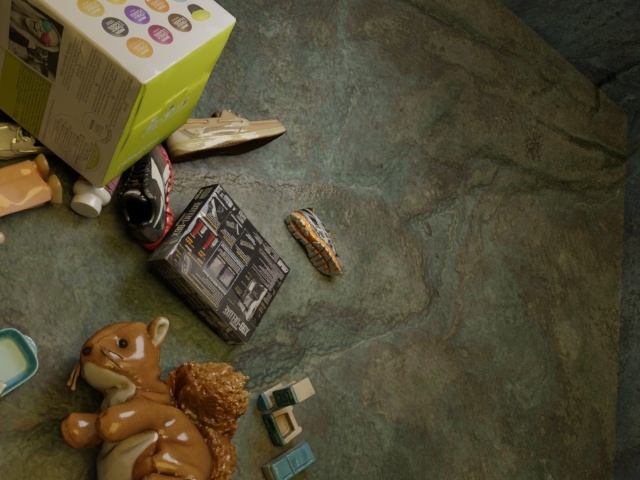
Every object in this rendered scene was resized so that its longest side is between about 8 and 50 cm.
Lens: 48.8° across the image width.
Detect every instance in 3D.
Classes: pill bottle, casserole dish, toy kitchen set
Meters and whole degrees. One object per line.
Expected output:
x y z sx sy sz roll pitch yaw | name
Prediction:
-0.500 -0.132 1.582 0.086 0.086 0.152 29 58 -25 | pill bottle
-0.643 0.251 1.369 0.188 0.037 0.114 -35 95 -40 | casserole dish
-0.072 0.445 1.637 0.122 0.166 0.207 -22 87 -40 | toy kitchen set

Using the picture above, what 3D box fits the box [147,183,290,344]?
-0.228 0.060 1.670 0.307 0.076 0.243 52 50 -30 | box

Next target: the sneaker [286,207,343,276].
0.000 0.000 1.909 0.083 0.084 0.215 -39 97 -44 | sneaker

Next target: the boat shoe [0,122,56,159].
-0.636 -0.226 1.522 0.226 0.075 0.083 -10 80 -38 | boat shoe

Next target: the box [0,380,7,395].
-0.705 0.234 1.162 0.311 0.121 0.148 36 45 -12 | box

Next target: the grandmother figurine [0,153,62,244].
-0.700 -0.069 1.411 0.342 0.104 0.208 -24 62 -37 | grandmother figurine

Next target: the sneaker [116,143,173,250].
-0.403 -0.121 1.616 0.135 0.097 0.276 38 44 -69 | sneaker

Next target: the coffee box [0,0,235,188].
-0.443 -0.384 1.483 0.334 0.338 0.338 39 45 -2 | coffee box

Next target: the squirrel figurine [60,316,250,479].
-0.339 0.352 1.455 0.396 0.281 0.371 9 57 -49 | squirrel figurine

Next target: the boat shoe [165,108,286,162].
-0.239 -0.284 1.808 0.341 0.121 0.110 -16 84 -38 | boat shoe
